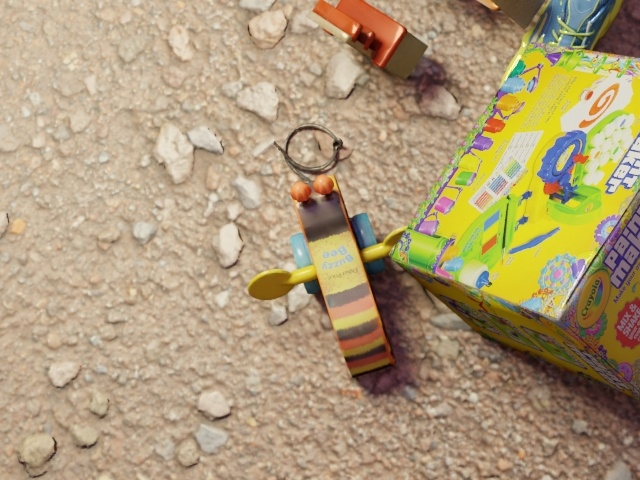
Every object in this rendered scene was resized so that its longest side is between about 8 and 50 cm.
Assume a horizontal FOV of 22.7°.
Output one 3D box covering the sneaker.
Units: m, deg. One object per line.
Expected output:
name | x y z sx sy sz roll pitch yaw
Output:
sneaker | 0.268 -0.229 1.795 0.091 0.126 0.240 24 78 13

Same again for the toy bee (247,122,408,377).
toy bee | 0.000 0.000 1.747 0.195 0.162 0.298 -38 74 -3

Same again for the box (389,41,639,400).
box | 0.276 -0.027 1.642 0.290 0.177 0.279 -56 33 -9

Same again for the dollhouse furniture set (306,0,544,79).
dollhouse furniture set | 0.111 -0.321 1.797 0.262 0.135 0.259 37 96 33
